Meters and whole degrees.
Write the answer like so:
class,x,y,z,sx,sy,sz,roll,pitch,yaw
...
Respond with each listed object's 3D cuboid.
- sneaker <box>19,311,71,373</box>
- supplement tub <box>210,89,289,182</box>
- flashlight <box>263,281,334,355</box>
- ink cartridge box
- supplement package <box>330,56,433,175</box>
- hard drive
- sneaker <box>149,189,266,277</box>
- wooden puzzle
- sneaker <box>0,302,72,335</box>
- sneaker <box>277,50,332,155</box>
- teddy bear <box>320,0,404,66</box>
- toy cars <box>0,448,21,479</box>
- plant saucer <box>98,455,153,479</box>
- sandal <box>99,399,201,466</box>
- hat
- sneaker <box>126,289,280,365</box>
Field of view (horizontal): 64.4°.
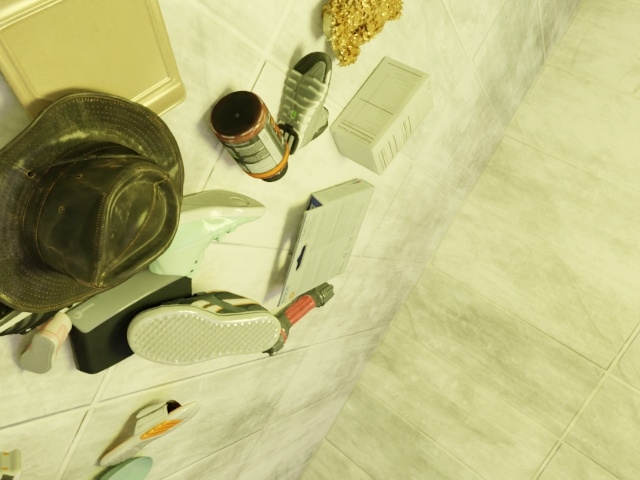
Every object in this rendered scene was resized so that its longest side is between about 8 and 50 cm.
class,x,y,z,sx,sy,sz,roll,pitch,yaw
sneaker,-0.450,0.166,0.840,0.134,0.051,0.070,-47,-158,36
supplement tub,-0.123,-0.185,0.962,0.106,0.106,0.198,-53,156,-9
flashlight,-0.074,0.224,1.557,0.304,0.103,0.103,-36,146,-36
ink cartridge box,0.000,0.000,1.465,0.330,0.071,0.324,-21,139,-48
supplement package,0.160,-0.315,1.293,0.244,0.139,0.134,-52,155,-7
hard drive,-0.355,0.143,0.986,0.255,0.054,0.171,-34,147,-42
sneaker,-0.224,-0.011,0.993,0.256,0.094,0.151,-13,126,-44
wooden puzzle,-0.295,-0.240,0.657,0.221,0.044,0.238,-44,148,-26
sneaker,-0.452,0.116,0.736,0.235,0.084,0.097,-33,148,-42
sneaker,-0.016,-0.294,1.074,0.132,0.086,0.228,-32,156,-52
teddy bear,0.122,-0.506,1.026,0.338,0.113,0.245,-50,157,-14
toy cars,-0.597,0.492,0.827,0.087,0.176,0.393,24,122,-30
plant saucer,-0.510,0.604,1.267,0.195,0.037,0.195,-41,156,-23
sandal,-0.419,0.443,1.219,0.265,0.076,0.102,-31,157,-5
hat,-0.284,-0.023,0.690,0.331,0.134,0.331,-39,144,-35
sneaker,-0.245,0.172,1.036,0.321,0.127,0.126,9,105,-41
